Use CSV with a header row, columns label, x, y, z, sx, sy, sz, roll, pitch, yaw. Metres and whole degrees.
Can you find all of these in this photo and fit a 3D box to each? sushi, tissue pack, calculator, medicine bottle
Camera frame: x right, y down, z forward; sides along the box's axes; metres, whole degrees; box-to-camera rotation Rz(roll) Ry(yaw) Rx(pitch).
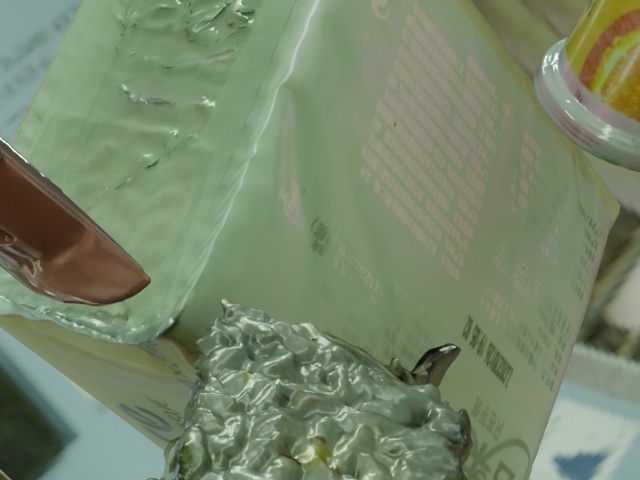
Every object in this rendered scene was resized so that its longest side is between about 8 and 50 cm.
label,x,y,z,sx,sy,sz,roll,pitch,yaw
sushi,-0.020,0.139,0.894,0.274,0.139,0.184,-78,11,-51
tissue pack,0.000,0.000,1.213,0.205,0.405,0.331,8,65,36
calculator,-0.215,-0.093,0.804,0.048,0.330,0.220,-46,-26,-1
medicine bottle,0.235,-0.221,0.942,0.108,0.108,0.426,-48,-14,-48

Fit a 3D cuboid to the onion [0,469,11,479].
label,x,y,z,sx,sy,sz,roll,pitch,yaw
onion,-0.217,0.200,0.607,0.354,0.353,0.353,-39,7,6
